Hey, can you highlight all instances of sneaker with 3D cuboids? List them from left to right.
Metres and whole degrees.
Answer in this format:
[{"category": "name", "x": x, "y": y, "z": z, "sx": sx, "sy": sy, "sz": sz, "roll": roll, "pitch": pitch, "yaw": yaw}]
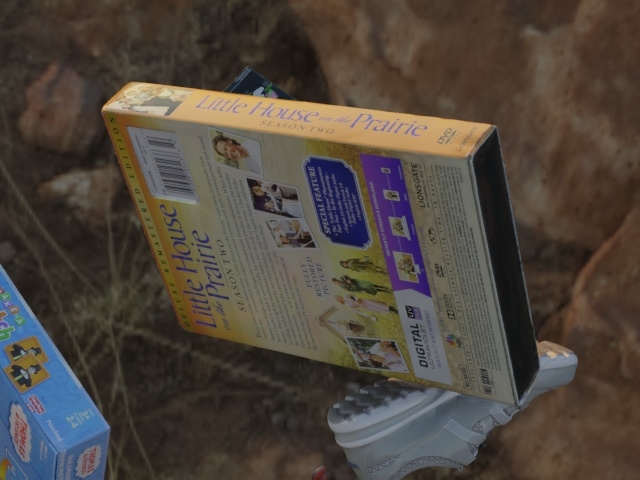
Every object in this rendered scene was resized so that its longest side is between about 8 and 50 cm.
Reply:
[{"category": "sneaker", "x": 0.146, "y": 0.183, "z": 1.548, "sx": 0.281, "sy": 0.115, "sz": 0.105, "roll": -18, "pitch": 14, "yaw": -13}]

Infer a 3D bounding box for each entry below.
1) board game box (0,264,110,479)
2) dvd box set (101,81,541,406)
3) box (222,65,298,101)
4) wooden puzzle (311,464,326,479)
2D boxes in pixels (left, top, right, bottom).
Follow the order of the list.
[{"category": "board game box", "x": -0.201, "y": 0.083, "z": 0.891, "sx": 0.039, "sy": 0.160, "sz": 0.211, "roll": -24, "pitch": 61, "yaw": -28}, {"category": "dvd box set", "x": 0.000, "y": 0.000, "z": 1.460, "sx": 0.420, "sy": 0.308, "sz": 0.062, "roll": 9, "pitch": 42, "yaw": 32}, {"category": "box", "x": -0.069, "y": -0.145, "z": 1.671, "sx": 0.083, "sy": 0.062, "sz": 0.052, "roll": 35, "pitch": 59, "yaw": 8}, {"category": "wooden puzzle", "x": -0.012, "y": 0.181, "z": 0.951, "sx": 0.006, "sy": 0.083, "sz": 0.049, "roll": 37, "pitch": 65, "yaw": 25}]
